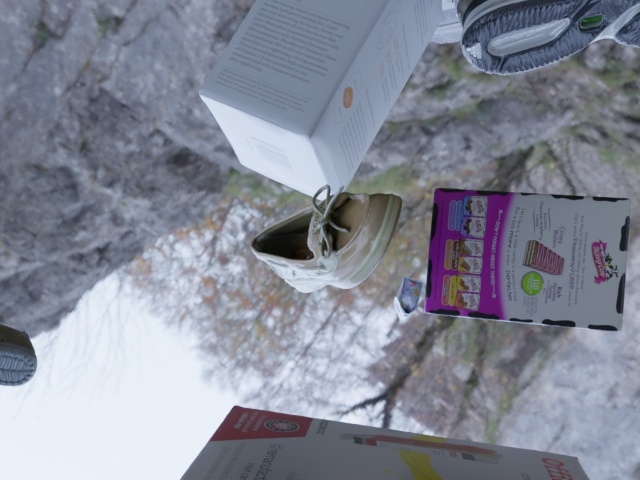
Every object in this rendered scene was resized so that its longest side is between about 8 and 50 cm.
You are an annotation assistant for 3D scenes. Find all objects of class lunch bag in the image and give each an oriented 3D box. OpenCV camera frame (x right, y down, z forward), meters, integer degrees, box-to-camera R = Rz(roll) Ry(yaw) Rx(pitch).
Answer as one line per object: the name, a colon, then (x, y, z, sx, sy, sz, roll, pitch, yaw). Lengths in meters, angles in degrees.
lunch bag: (0.186, 0.127, 1.915, 0.053, 0.083, 0.071, 13, 166, 3)

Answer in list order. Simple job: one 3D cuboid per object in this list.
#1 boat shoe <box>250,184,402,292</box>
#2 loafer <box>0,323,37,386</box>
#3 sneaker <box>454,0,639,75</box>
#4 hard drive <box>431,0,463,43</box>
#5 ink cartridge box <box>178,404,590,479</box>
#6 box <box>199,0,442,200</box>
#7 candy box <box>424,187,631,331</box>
boat shoe: (0.000, 0.000, 1.062, 0.089, 0.285, 0.104, 27, -115, -17)
loafer: (-0.543, 0.152, 1.317, 0.251, 0.094, 0.087, 17, -158, -15)
sneaker: (0.403, -0.399, 1.257, 0.169, 0.448, 0.257, 73, -171, -54)
hard drive: (0.320, -0.507, 1.685, 0.064, 0.236, 0.339, 9, -178, -28)
ink cartridge box: (0.070, 0.290, 0.844, 0.385, 0.160, 0.279, 8, -175, 5)
box: (0.015, -0.260, 1.224, 0.168, 0.345, 0.215, 25, 165, 19)
candy box: (0.253, 0.023, 1.094, 0.234, 0.159, 0.071, 5, 178, 18)
